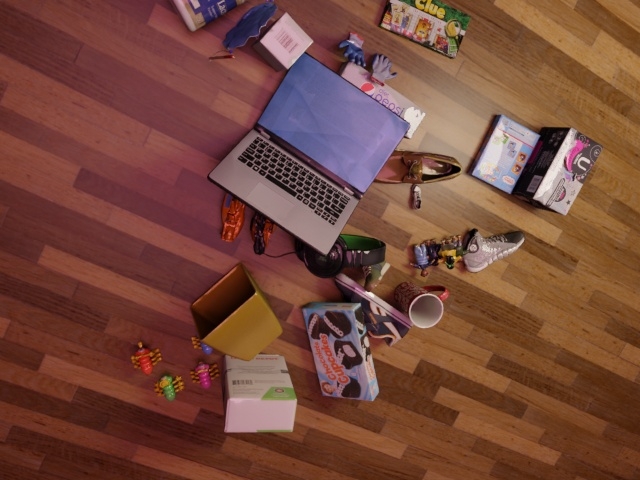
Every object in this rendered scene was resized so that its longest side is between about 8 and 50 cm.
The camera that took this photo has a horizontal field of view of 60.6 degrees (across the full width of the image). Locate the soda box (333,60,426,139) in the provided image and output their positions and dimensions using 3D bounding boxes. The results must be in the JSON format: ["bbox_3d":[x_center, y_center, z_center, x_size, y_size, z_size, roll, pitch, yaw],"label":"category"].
[{"bbox_3d":[0.170,-0.419,1.639,0.286,0.091,0.098,29,97,-17],"label":"soda box"}]

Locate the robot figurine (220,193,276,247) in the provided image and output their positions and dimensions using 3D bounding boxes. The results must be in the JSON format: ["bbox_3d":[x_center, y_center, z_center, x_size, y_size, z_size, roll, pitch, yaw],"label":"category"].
[{"bbox_3d":[-0.194,-0.129,1.628,0.211,0.085,0.290,11,100,-17],"label":"robot figurine"}]

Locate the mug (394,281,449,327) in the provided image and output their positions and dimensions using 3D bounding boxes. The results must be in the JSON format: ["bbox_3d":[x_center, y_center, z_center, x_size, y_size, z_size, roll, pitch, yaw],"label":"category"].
[{"bbox_3d":[0.327,0.200,1.774,0.151,0.169,0.113,-4,103,-12],"label":"mug"}]

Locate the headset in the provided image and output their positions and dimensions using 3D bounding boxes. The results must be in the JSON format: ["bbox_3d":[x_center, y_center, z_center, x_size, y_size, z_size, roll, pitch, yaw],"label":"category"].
[{"bbox_3d":[0.000,0.000,1.616,0.395,0.243,0.185,-1,102,-13],"label":"headset"}]

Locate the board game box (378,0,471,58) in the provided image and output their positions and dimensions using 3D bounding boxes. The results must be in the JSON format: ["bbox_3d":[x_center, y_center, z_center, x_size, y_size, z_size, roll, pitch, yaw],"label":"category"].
[{"bbox_3d":[0.316,-0.660,1.650,0.260,0.030,0.136,17,96,-15],"label":"board game box"}]

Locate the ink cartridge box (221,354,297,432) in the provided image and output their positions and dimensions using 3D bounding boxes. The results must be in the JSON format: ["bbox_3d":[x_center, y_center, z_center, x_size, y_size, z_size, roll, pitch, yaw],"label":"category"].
[{"bbox_3d":[-0.195,0.458,1.665,0.199,0.273,0.114,4,104,-13],"label":"ink cartridge box"}]

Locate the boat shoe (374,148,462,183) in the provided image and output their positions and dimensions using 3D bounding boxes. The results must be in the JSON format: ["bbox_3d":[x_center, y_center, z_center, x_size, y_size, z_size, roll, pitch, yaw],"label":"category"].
[{"bbox_3d":[0.289,-0.230,1.701,0.308,0.104,0.110,-6,104,-11],"label":"boat shoe"}]

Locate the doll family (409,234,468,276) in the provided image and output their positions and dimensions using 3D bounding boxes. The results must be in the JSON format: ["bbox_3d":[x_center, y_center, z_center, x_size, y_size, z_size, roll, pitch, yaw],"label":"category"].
[{"bbox_3d":[0.389,0.054,1.798,0.193,0.076,0.111,-8,104,15],"label":"doll family"}]

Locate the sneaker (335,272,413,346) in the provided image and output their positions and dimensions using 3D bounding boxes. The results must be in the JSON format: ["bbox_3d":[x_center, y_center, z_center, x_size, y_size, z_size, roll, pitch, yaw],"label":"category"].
[{"bbox_3d":[0.155,0.232,1.767,0.321,0.126,0.127,36,89,-18],"label":"sneaker"}]

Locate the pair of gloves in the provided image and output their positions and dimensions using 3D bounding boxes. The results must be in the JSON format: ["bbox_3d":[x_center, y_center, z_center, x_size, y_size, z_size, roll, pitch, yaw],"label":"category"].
[{"bbox_3d":[0.142,-0.526,1.589,0.198,0.159,0.023,31,135,-14],"label":"pair of gloves"}]

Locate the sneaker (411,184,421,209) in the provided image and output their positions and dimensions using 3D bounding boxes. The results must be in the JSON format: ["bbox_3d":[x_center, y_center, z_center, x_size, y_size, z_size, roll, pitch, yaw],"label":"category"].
[{"bbox_3d":[0.314,-0.139,1.763,0.032,0.037,0.083,-7,103,-9],"label":"sneaker"}]

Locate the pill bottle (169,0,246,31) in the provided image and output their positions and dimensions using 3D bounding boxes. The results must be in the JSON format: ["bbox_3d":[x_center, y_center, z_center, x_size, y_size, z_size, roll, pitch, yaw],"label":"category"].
[{"bbox_3d":[-0.273,-0.685,1.449,0.265,0.153,0.153,-32,107,-3],"label":"pill bottle"}]

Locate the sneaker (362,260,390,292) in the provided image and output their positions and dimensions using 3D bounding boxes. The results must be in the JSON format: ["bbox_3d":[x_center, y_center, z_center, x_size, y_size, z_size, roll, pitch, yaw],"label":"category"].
[{"bbox_3d":[0.155,0.093,1.716,0.086,0.192,0.064,44,119,2],"label":"sneaker"}]

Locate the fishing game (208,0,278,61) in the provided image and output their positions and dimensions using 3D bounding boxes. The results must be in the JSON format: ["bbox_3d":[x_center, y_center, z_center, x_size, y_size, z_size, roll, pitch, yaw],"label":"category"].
[{"bbox_3d":[-0.189,-0.575,1.485,0.264,0.189,0.041,-54,129,-14],"label":"fishing game"}]

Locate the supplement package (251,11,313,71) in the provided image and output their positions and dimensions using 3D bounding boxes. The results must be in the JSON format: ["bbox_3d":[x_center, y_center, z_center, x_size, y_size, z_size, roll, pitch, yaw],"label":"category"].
[{"bbox_3d":[-0.108,-0.540,1.503,0.105,0.179,0.105,41,91,-21],"label":"supplement package"}]

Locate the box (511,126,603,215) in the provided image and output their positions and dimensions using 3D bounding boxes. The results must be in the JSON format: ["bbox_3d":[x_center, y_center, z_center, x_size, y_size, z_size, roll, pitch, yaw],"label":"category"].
[{"bbox_3d":[0.760,-0.226,1.774,0.142,0.163,0.247,24,97,-15],"label":"box"}]

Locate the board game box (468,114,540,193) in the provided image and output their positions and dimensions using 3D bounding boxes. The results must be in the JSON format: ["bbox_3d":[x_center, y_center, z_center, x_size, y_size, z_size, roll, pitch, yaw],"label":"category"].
[{"bbox_3d":[0.601,-0.281,1.793,0.160,0.039,0.211,23,96,-16],"label":"board game box"}]

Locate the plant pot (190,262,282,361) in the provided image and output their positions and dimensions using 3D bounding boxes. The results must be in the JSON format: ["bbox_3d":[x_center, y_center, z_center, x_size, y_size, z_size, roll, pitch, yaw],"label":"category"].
[{"bbox_3d":[-0.238,0.234,1.648,0.212,0.212,0.187,-41,119,-1],"label":"plant pot"}]

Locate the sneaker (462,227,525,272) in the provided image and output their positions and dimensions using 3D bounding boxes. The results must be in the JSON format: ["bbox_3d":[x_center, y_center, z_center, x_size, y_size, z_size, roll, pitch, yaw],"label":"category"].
[{"bbox_3d":[0.566,0.001,1.827,0.229,0.086,0.132,-33,105,-3],"label":"sneaker"}]

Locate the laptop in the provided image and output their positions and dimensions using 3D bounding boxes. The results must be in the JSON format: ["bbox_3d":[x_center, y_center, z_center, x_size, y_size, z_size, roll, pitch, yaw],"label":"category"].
[{"bbox_3d":[-0.022,-0.245,1.502,0.382,0.407,0.236,34,138,-2],"label":"laptop"}]

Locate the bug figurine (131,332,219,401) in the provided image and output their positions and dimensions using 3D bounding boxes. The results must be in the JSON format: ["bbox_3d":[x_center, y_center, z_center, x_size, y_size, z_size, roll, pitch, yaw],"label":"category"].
[{"bbox_3d":[-0.435,0.384,1.700,0.279,0.072,0.216,-18,106,-8],"label":"bug figurine"}]

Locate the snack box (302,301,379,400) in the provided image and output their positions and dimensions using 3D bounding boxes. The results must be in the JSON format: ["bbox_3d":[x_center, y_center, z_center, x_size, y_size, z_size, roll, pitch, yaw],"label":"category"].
[{"bbox_3d":[0.065,0.354,1.756,0.187,0.060,0.321,-3,108,31],"label":"snack box"}]
